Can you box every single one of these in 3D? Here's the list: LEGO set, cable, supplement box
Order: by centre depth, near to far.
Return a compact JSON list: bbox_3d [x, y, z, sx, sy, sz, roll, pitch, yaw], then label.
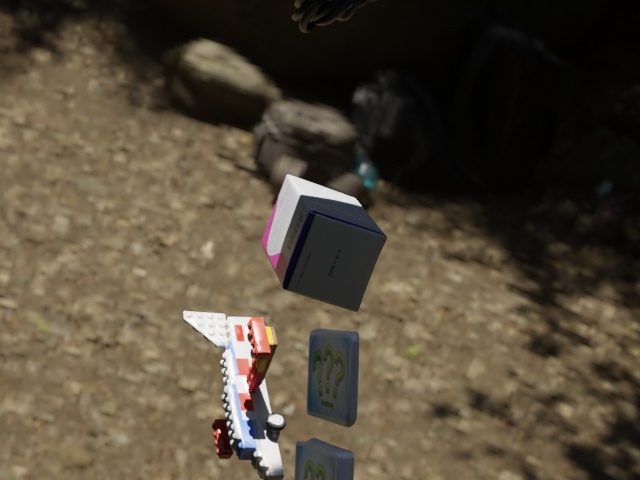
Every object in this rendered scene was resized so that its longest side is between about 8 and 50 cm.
[{"bbox_3d":[-0.040,0.138,0.910,0.060,0.183,0.244,3,-1,-18],"label":"LEGO set"},{"bbox_3d":[0.046,-0.218,1.188,0.150,0.047,0.184,-16,25,13],"label":"cable"},{"bbox_3d":[0.000,0.000,2.031,0.114,0.111,0.220,18,12,-15],"label":"supplement box"}]
